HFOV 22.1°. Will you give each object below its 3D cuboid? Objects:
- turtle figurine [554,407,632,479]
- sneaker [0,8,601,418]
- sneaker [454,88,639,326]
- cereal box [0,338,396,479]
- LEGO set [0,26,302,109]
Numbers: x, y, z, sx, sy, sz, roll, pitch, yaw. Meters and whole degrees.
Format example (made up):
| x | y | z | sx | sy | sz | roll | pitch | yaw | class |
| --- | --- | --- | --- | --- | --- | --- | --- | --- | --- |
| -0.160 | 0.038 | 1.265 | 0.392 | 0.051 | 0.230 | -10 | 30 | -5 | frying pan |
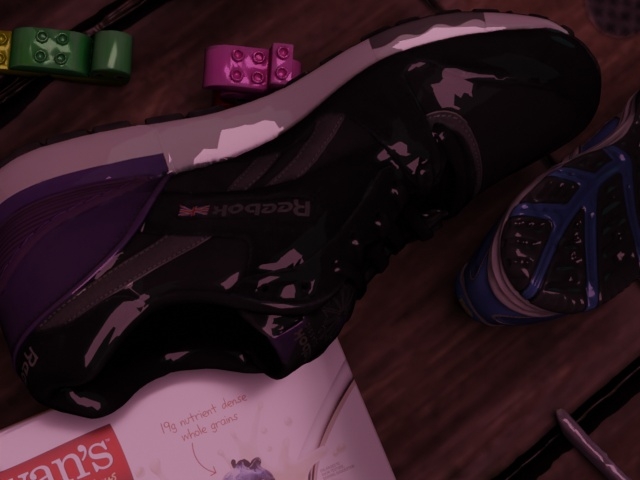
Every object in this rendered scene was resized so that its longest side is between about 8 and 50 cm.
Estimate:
| x | y | z | sx | sy | sz | roll | pitch | yaw | class |
| --- | --- | --- | --- | --- | --- | --- | --- | --- | --- |
| 0.301 | 0.161 | 0.767 | 0.198 | 0.275 | 0.266 | -29 | 108 | -35 | turtle figurine |
| 0.000 | 0.000 | 0.711 | 0.283 | 0.107 | 0.124 | -19 | 54 | -3 | sneaker |
| 0.145 | -0.024 | 0.782 | 0.211 | 0.081 | 0.080 | -27 | 85 | -31 | sneaker |
| -0.034 | 0.168 | 0.729 | 0.173 | 0.047 | 0.240 | -22 | 86 | -14 | cereal box |
| -0.107 | -0.116 | 0.737 | 0.227 | 0.093 | 0.087 | 5 | 80 | -10 | LEGO set |
